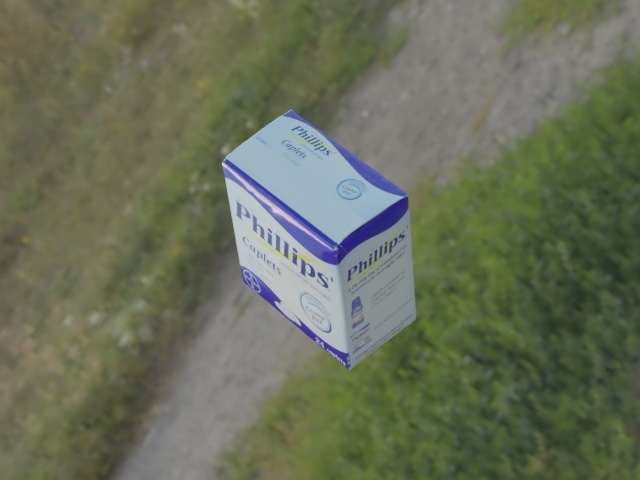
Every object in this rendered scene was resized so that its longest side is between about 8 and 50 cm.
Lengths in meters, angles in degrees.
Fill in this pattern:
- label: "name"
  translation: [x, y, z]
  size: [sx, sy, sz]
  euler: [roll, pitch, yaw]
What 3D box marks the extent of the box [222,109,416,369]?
- label: "box"
  translation: [0.000, 0.000, 1.213]
  size: [0.072, 0.137, 0.126]
  euler: [-35, 53, -24]
